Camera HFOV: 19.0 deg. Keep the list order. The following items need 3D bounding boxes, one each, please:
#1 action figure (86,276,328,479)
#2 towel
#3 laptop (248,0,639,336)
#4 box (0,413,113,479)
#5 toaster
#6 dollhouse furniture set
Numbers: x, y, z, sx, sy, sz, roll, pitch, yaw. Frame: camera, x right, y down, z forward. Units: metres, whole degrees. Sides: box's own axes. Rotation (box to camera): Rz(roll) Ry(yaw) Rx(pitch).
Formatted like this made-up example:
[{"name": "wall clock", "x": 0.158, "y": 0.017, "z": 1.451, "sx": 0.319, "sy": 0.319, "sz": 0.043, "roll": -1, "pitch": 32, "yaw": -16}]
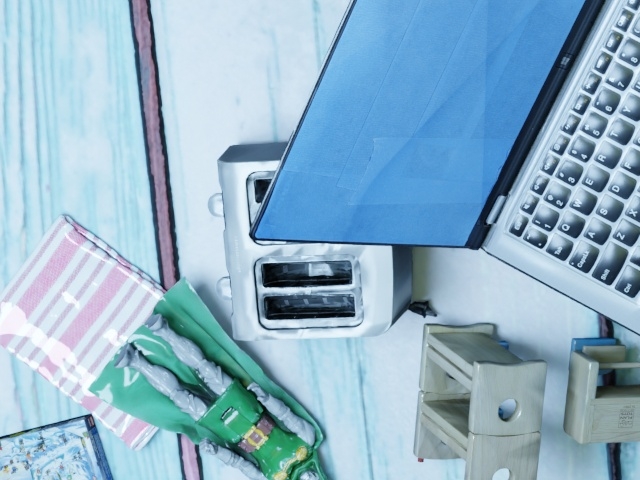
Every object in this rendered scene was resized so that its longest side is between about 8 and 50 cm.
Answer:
[{"name": "action figure", "x": -0.080, "y": 0.158, "z": 1.743, "sx": 0.232, "sy": 0.063, "sz": 0.137, "roll": 39, "pitch": 99, "yaw": -14}, {"name": "towel", "x": -0.207, "y": 0.087, "z": 1.784, "sx": 0.197, "sy": 0.029, "sz": 0.144, "roll": 37, "pitch": 105, "yaw": 2}, {"name": "laptop", "x": 0.226, "y": -0.095, "z": 1.500, "sx": 0.408, "sy": 0.236, "sz": 0.382, "roll": 29, "pitch": 115, "yaw": 9}, {"name": "box", "x": -0.269, "y": 0.227, "z": 1.825, "sx": 0.137, "sy": 0.027, "sz": 0.094, "roll": -15, "pitch": 96, "yaw": 14}, {"name": "toaster", "x": 0.000, "y": 0.000, "z": 1.682, "sx": 0.185, "sy": 0.110, "sz": 0.168, "roll": -2, "pitch": 102, "yaw": 12}, {"name": "dollhouse furniture set", "x": 0.194, "y": 0.151, "z": 1.686, "sx": 0.183, "sy": 0.129, "sz": 0.129, "roll": 0, "pitch": 104, "yaw": -19}]
